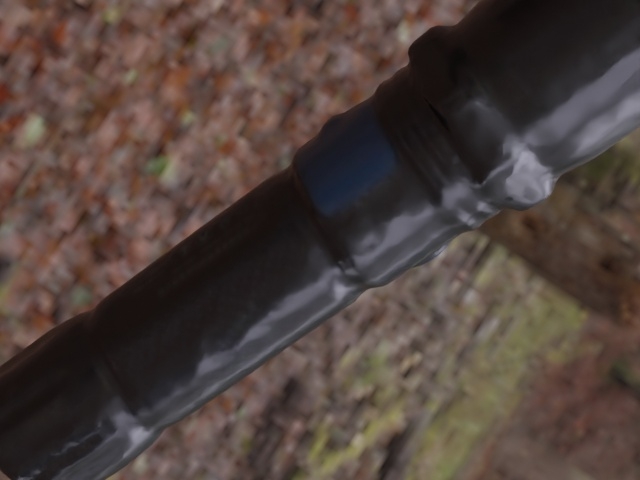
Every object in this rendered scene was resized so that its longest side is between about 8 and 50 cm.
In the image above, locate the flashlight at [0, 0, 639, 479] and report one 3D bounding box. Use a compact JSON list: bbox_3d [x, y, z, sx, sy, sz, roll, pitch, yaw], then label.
[{"bbox_3d":[0.000,0.000,0.935,0.424,0.103,0.103,-36,179,17],"label":"flashlight"}]
